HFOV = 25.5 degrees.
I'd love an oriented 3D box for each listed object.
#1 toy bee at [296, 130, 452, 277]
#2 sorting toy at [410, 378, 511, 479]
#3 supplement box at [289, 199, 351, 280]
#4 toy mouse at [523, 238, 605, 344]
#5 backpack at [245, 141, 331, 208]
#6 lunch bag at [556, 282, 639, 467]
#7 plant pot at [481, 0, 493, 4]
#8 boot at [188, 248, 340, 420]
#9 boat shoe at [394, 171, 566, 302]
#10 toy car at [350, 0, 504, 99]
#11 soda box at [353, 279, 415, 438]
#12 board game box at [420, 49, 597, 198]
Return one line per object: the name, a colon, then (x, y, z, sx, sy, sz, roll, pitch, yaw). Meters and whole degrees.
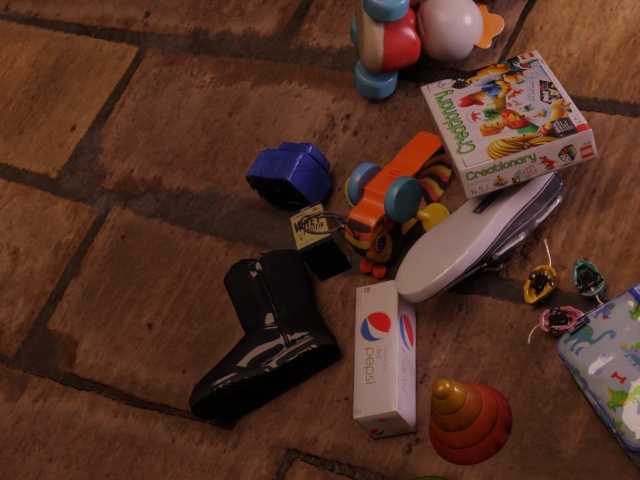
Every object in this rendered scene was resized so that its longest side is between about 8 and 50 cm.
toy bee: (0.087, -0.036, 2.133, 0.298, 0.162, 0.195, -22, 37, -18)
sorting toy: (0.130, 0.325, 1.854, 0.127, 0.126, 0.366, 11, 64, 35)
supplement box: (0.000, 0.000, 2.179, 0.056, 0.083, 0.083, -25, 49, 11)
toy mouse: (0.349, 0.084, 1.958, 0.143, 0.031, 0.161, 12, 66, 35)
backpack: (-0.050, -0.105, 2.276, 0.120, 0.098, 0.101, 2, 54, 45)
lunch bag: (0.424, 0.168, 1.821, 0.176, 0.090, 0.219, -32, 50, 3)
plant pot: (0.306, -0.507, 2.296, 0.230, 0.215, 0.215, -48, 47, 10)
boot: (-0.108, 0.137, 2.136, 0.246, 0.094, 0.207, -27, 53, 2)
boat shoe: (0.237, -0.002, 2.031, 0.301, 0.102, 0.108, -45, 32, -15)
toy car: (0.176, -0.364, 2.292, 0.237, 0.219, 0.210, 0, 53, -5)
soda box: (0.093, 0.168, 2.016, 0.069, 0.074, 0.216, -14, 53, 22)
board game box: (0.270, -0.176, 2.078, 0.192, 0.053, 0.305, -18, 29, 2)
